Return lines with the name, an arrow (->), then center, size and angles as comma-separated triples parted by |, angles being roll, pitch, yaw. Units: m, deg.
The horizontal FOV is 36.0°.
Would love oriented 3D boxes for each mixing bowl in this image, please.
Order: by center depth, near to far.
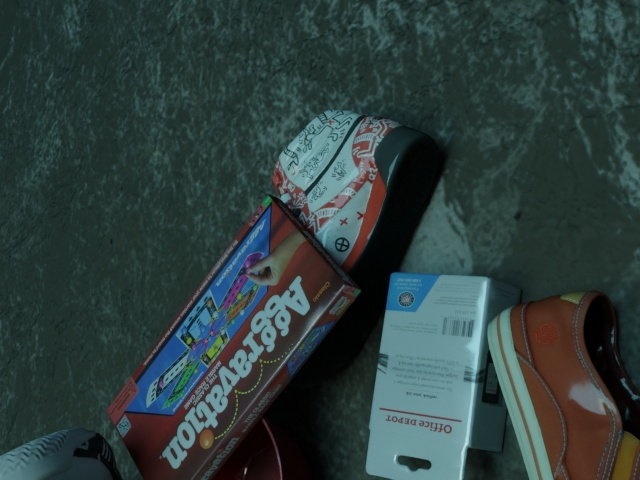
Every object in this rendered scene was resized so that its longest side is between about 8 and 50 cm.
mixing bowl -> -0.074, 0.243, 0.952 | 0.181, 0.098, 0.181 | -13, 69, 37

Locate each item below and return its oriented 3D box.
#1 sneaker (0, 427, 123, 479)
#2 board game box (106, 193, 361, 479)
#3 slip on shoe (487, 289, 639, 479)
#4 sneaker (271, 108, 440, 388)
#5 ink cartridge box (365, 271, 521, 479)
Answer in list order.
sneaker -> -0.218, 0.317, 0.927 | 0.137, 0.366, 0.210 | -25, 66, -10
board game box -> -0.090, 0.108, 0.923 | 0.281, 0.027, 0.145 | -53, 50, 13
slip on shoe -> 0.222, 0.179, 0.717 | 0.101, 0.123, 0.331 | -32, 55, 25
sneaker -> 0.001, 0.000, 0.965 | 0.145, 0.090, 0.270 | 28, 93, 42
ink cartridge box -> 0.106, 0.122, 0.860 | 0.104, 0.060, 0.180 | 2, 79, 39
